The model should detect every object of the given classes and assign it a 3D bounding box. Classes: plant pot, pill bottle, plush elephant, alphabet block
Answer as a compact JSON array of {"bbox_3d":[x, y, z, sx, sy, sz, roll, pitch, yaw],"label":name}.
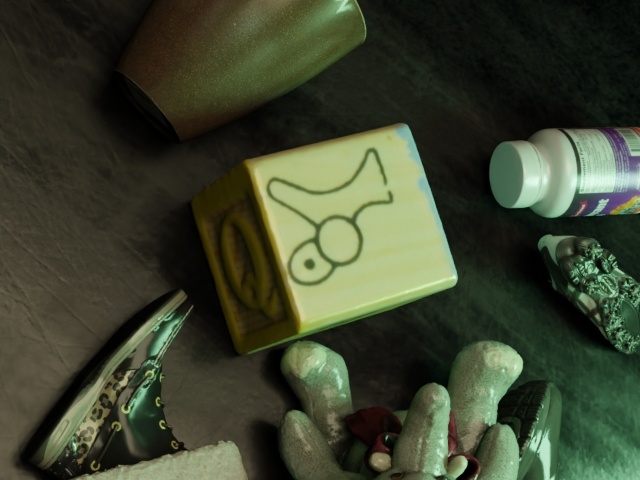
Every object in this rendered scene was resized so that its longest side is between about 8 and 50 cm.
[{"bbox_3d":[-0.107,-0.221,1.676,0.230,0.215,0.215,-43,97,-12],"label":"plant pot"},{"bbox_3d":[0.307,-0.082,1.862,0.193,0.108,0.108,-3,79,-24],"label":"pill bottle"},{"bbox_3d":[0.091,0.247,1.595,0.272,0.255,0.330,8,80,-7],"label":"plush elephant"},{"bbox_3d":[0.000,0.000,1.662,0.197,0.193,0.192,-15,83,-26],"label":"alphabet block"}]

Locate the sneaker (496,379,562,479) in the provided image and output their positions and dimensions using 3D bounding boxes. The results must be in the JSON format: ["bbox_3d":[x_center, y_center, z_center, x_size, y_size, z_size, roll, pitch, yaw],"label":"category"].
[{"bbox_3d":[0.227,0.300,1.754,0.130,0.109,0.286,26,76,-27],"label":"sneaker"}]

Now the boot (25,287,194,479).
[{"bbox_3d":[-0.170,0.187,1.606,0.178,0.085,0.236,43,72,-12],"label":"boot"}]

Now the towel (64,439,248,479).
[{"bbox_3d":[-0.185,0.310,1.496,0.282,0.049,0.187,-12,76,-23],"label":"towel"}]

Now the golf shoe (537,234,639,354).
[{"bbox_3d":[0.333,0.057,1.862,0.077,0.094,0.198,-45,124,-12],"label":"golf shoe"}]
